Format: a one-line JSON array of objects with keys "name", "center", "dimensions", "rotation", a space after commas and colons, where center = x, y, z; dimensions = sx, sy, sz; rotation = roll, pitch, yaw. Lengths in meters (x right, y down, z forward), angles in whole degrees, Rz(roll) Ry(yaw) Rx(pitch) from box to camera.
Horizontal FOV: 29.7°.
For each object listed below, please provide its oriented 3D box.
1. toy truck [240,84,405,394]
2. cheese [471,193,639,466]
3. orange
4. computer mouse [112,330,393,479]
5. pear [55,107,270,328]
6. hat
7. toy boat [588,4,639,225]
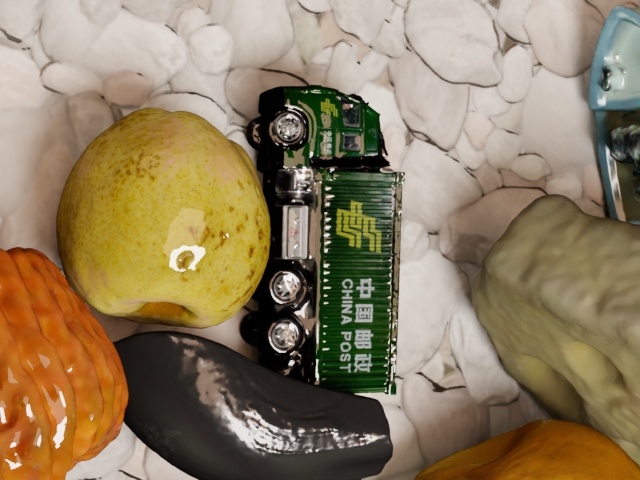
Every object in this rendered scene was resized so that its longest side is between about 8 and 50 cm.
[{"name": "toy truck", "center": [0.000, 0.000, 1.030], "dimensions": [0.121, 0.088, 0.259], "rotation": [1, 91, -22]}, {"name": "cheese", "center": [0.273, 0.105, 1.029], "dimensions": [0.326, 0.318, 0.115], "rotation": [46, 74, -2]}, {"name": "orange", "center": [0.183, 0.275, 1.055], "dimensions": [0.249, 0.183, 0.249], "rotation": [1, 104, 4]}, {"name": "computer mouse", "center": [-0.060, 0.159, 0.969], "dimensions": [0.264, 0.147, 0.088], "rotation": [19, 54, -23]}, {"name": "pear", "center": [-0.120, -0.018, 0.947], "dimensions": [0.178, 0.178, 0.178], "rotation": [0, 90, -23]}, {"name": "hat", "center": [-0.315, 0.021, 0.806], "dimensions": [0.285, 0.285, 0.400], "rotation": [-26, 97, -21]}, {"name": "toy boat", "center": [0.318, -0.056, 1.124], "dimensions": [0.133, 0.145, 0.332], "rotation": [-17, 99, -40]}]
